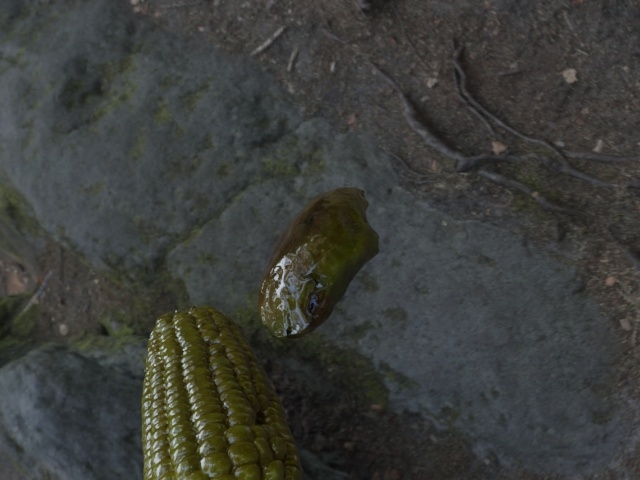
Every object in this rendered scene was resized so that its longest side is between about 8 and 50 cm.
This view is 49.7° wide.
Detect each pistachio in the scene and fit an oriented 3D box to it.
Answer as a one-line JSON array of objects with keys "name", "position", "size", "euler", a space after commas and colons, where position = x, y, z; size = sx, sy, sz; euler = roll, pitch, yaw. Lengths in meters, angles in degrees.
[{"name": "pistachio", "position": [0.000, 0.000, 0.514], "size": [0.090, 0.173, 0.049], "euler": [-16, 122, 28]}]

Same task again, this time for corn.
[{"name": "corn", "position": [-0.087, 0.145, 0.558], "size": [0.322, 0.119, 0.119], "euler": [-127, 52, -67]}]
